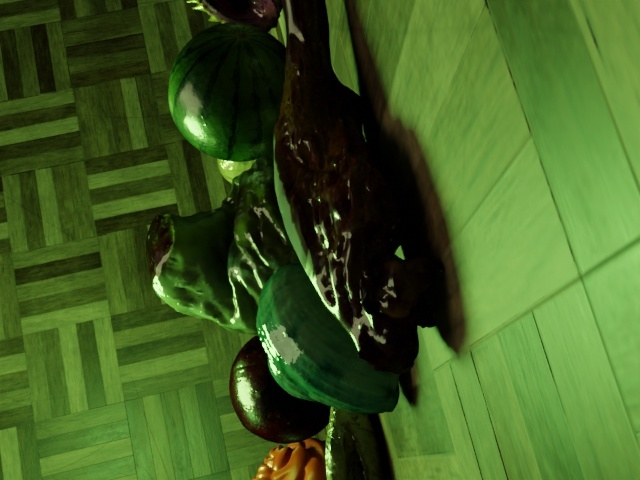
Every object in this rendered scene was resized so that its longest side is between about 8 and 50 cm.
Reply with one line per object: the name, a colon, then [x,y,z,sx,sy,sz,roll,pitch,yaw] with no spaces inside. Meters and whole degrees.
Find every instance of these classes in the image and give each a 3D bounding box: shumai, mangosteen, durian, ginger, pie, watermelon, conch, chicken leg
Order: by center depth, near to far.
chicken leg: [0.005,-0.084,0.645,0.158,0.096,0.406,107,153,-69]
conch: [0.002,0.112,0.836,0.202,0.134,0.196,91,166,-62]
durian: [-0.106,-0.387,1.001,0.260,0.154,0.186,106,176,-62]
watermelon: [-0.117,-0.193,1.066,0.214,0.188,0.188,100,159,-49]
pie: [0.048,0.303,1.088,0.163,0.079,0.193,-92,-7,-63]
shumai: [-0.135,0.041,1.218,0.309,0.264,0.303,-96,-6,-51]
mangosteen: [-0.057,0.260,1.395,0.216,0.216,0.216,168,90,-84]
ginger: [-0.136,-0.176,1.534,0.267,0.138,0.152,-108,12,-78]

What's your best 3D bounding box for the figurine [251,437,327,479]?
figurine: [-0.002,0.549,1.463,0.306,0.241,0.411,-101,-9,-67]
